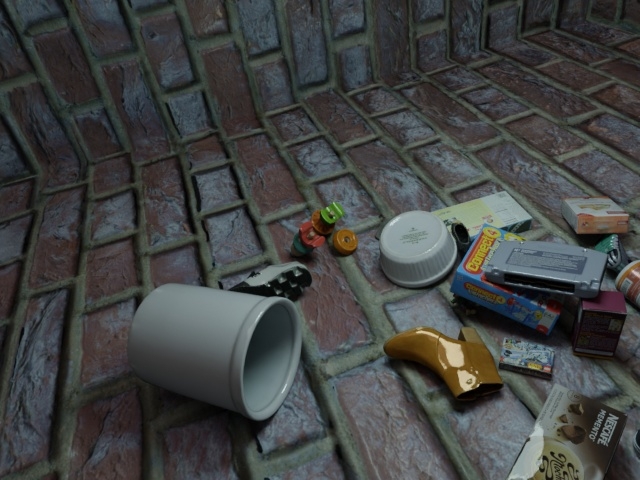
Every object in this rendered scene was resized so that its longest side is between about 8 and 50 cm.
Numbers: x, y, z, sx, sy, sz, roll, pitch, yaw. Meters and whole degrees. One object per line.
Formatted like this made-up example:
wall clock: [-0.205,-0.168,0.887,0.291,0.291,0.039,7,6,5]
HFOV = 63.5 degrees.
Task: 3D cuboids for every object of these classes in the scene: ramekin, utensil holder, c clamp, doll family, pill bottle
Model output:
ramekin: [0.324,0.016,1.768,0.272,0.127,0.273,-14,44,14]
utensil holder: [-0.295,0.295,1.461,0.384,0.328,0.328,7,42,23]
c clamp: [0.289,-0.046,1.980,0.137,0.022,0.161,17,46,30]
doll family: [0.506,0.160,1.634,0.192,0.076,0.111,-8,36,-15]
pill bottle: [0.973,0.161,1.481,0.121,0.121,0.216,-20,40,-11]

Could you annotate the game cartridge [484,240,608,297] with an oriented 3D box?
game cartridge: [0.639,0.070,1.463,0.294,0.060,0.196,9,37,34]

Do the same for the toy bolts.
toy bolts: [0.000,0.000,1.945,0.228,0.158,0.218,-30,82,-37]

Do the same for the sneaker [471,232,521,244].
sneaker: [0.609,0.013,1.794,0.187,0.067,0.078,-3,33,5]

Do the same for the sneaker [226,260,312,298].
sneaker: [-0.196,0.162,1.785,0.330,0.123,0.146,-19,21,-8]

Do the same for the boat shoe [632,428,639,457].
boat shoe: [0.878,0.443,1.170,0.300,0.102,0.108,-3,39,10]

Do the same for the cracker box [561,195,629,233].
cracker box: [0.942,-0.092,1.789,0.155,0.067,0.232,-1,21,12]

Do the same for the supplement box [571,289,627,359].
supplement box: [0.748,0.227,1.399,0.103,0.188,0.081,4,40,19]

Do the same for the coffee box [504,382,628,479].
coffee box: [0.554,0.495,1.170,0.168,0.119,0.297,21,49,35]

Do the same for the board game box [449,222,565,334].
board game box: [0.595,0.104,1.591,0.301,0.086,0.308,24,41,19]

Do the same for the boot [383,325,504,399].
boot: [0.334,0.343,1.424,0.294,0.104,0.211,-7,38,-1]

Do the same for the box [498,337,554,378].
box: [0.576,0.328,1.445,0.136,0.027,0.094,9,41,24]

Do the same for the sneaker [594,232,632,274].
sneaker: [0.959,0.051,1.681,0.098,0.083,0.224,41,36,0]

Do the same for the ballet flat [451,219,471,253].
ballet flat: [0.491,-0.021,1.785,0.057,0.049,0.173,-4,38,0]

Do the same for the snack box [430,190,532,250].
snack box: [0.584,-0.072,1.908,0.321,0.060,0.187,-16,40,-6]
